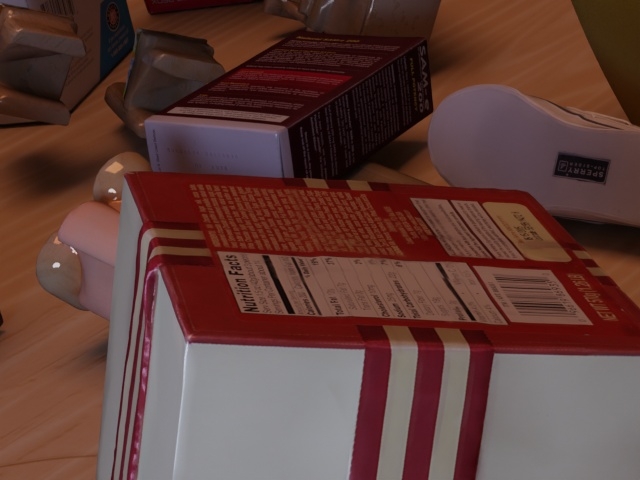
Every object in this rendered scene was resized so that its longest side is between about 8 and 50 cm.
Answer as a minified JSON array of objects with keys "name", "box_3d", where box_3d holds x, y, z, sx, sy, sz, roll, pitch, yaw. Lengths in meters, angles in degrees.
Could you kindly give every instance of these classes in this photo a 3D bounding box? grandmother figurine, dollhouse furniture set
[{"name":"grandmother figurine","box_3d":[-0.051,0.046,1.326,0.342,0.104,0.208,19,76,44]},{"name":"dollhouse furniture set","box_3d":[-0.109,-0.291,1.848,0.394,0.362,0.256,9,16,-25]}]

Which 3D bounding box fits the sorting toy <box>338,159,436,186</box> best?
[{"name":"sorting toy","box_3d":[0.000,0.000,1.517,0.229,0.041,0.307,-19,24,-27]}]

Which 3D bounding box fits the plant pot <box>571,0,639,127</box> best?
[{"name":"plant pot","box_3d":[0.328,-0.174,1.556,0.212,0.187,0.212,-20,25,-16]}]

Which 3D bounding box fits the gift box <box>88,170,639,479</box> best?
[{"name":"gift box","box_3d":[0.032,0.129,0.950,0.276,0.258,0.255,5,20,-10]}]

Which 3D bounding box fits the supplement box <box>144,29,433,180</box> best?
[{"name":"supplement box","box_3d":[-0.021,-0.101,1.620,0.130,0.073,0.239,7,27,31]}]

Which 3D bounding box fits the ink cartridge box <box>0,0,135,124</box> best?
[{"name":"ink cartridge box","box_3d":[-0.309,-0.296,1.983,0.129,0.307,0.223,-3,25,20]}]

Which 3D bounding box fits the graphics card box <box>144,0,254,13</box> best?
[{"name":"graphics card box","box_3d":[-0.120,-0.417,2.092,0.232,0.371,0.094,-4,41,16]}]

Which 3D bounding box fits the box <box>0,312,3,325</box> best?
[{"name":"box","box_3d":[-0.365,0.037,1.435,0.167,0.168,0.203,-2,26,25]}]

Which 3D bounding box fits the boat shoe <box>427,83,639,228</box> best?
[{"name":"boat shoe","box_3d":[0.194,-0.051,1.487,0.258,0.095,0.084,23,5,41]}]
